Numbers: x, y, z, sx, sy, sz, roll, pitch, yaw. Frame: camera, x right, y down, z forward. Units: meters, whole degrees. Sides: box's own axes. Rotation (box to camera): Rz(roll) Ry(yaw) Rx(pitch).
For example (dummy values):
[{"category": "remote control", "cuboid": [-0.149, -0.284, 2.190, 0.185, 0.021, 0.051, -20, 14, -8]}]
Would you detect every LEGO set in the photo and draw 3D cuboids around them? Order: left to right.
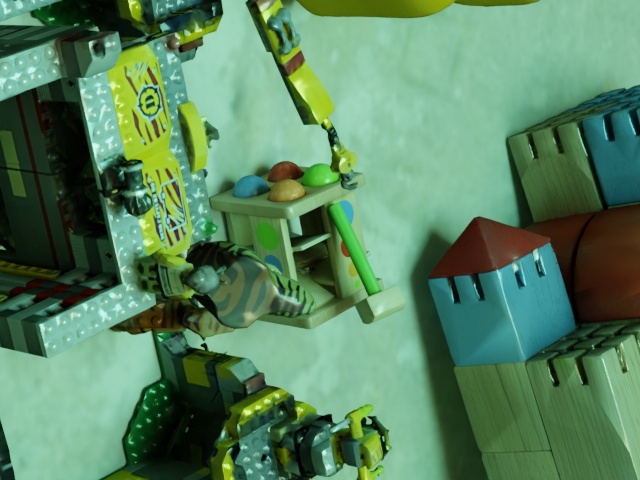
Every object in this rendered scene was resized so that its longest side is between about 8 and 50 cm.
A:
[{"category": "LEGO set", "cuboid": [-0.062, 0.021, 0.679, 0.255, 0.192, 0.331, -16, 107, -44]}]

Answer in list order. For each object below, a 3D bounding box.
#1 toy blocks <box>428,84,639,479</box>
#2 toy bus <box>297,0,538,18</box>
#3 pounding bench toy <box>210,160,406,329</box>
[{"category": "toy blocks", "cuboid": [0.198, 0.027, 0.992, 0.381, 0.191, 0.261, -26, 102, -42]}, {"category": "toy bus", "cuboid": [-0.004, -0.204, 0.773, 0.333, 0.108, 0.130, 43, 65, -41]}, {"category": "pounding bench toy", "cuboid": [0.000, 0.000, 0.822, 0.052, 0.083, 0.065, -26, 114, -41]}]
